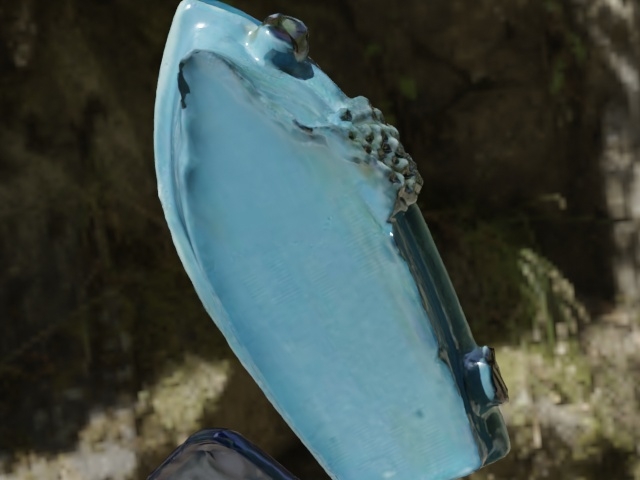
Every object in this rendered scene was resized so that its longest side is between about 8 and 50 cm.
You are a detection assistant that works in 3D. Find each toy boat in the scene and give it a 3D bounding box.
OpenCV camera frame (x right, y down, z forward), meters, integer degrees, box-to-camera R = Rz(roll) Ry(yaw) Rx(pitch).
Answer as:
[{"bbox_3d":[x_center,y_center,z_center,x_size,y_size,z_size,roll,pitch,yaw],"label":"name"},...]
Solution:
[{"bbox_3d":[0.000,0.000,0.673,0.109,0.238,0.098,-25,11,13],"label":"toy boat"}]

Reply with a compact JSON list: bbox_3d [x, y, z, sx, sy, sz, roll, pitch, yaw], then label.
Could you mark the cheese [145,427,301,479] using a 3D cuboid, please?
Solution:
[{"bbox_3d":[0.064,0.153,0.429,0.074,0.286,0.189,-54,4,-40],"label":"cheese"}]
